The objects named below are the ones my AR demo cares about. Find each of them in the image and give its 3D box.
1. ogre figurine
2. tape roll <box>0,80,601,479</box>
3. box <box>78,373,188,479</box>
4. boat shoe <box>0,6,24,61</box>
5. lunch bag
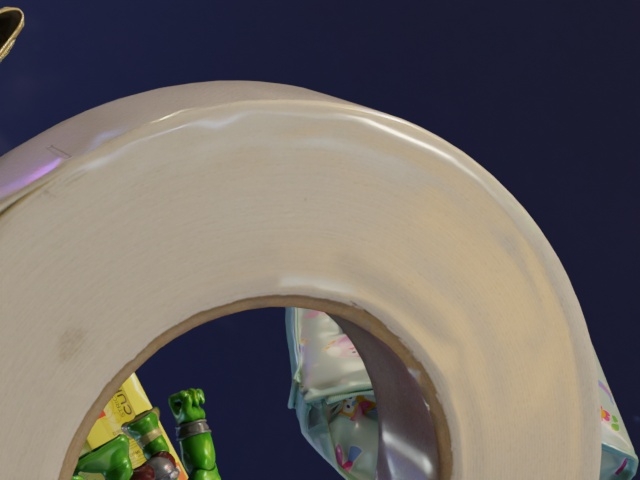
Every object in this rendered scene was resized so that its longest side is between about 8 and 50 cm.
[{"bbox_3d":[-0.151,0.220,1.609,0.097,0.197,0.118,-28,-87,23],"label":"ogre figurine"},{"bbox_3d":[-0.042,0.117,0.878,0.072,0.392,0.392,25,-90,62],"label":"tape roll"},{"bbox_3d":[-0.221,0.173,1.831,0.232,0.087,0.058,63,-34,8],"label":"box"},{"bbox_3d":[-0.299,-0.153,1.523,0.056,0.153,0.048,48,-56,-4],"label":"boat shoe"},{"bbox_3d":[0.093,0.118,1.442,0.160,0.262,0.223,-61,-164,23],"label":"lunch bag"}]
